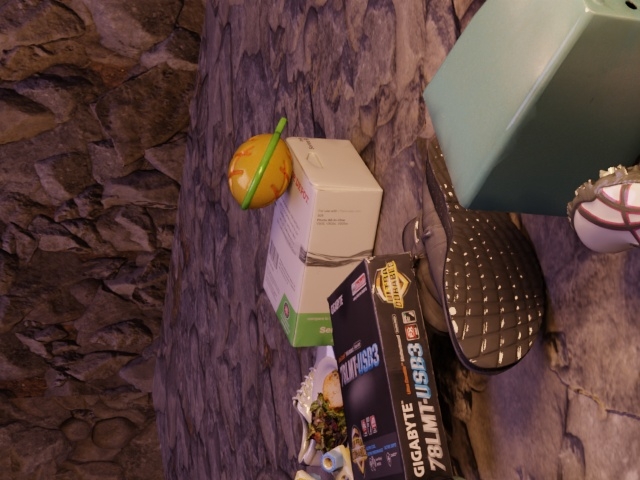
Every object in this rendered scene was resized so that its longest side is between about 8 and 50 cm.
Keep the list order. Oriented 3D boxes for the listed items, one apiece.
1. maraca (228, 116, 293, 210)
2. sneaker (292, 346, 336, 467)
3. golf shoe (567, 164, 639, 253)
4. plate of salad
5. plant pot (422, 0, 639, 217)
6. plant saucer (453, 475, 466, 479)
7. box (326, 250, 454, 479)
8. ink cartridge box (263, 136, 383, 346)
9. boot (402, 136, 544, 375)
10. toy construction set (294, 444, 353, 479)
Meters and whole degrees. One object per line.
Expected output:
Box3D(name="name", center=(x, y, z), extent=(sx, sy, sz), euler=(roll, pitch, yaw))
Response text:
Box3D(name="maraca", center=(-0.091, -0.123, 2.037), extent=(0.127, 0.099, 0.186), euler=(-58, 7, 39))
Box3D(name="sneaker", center=(0.001, 0.264, 2.162), extent=(0.094, 0.091, 0.258), euler=(175, 94, -74))
Box3D(name="golf shoe", center=(0.301, -0.018, 1.099), extent=(0.273, 0.105, 0.120), euler=(133, 127, -68))
Box3D(name="plate of salad", center=(0.014, 0.286, 2.032), extent=(0.200, 0.048, 0.200), euler=(175, 90, -69))
Box3D(name="plant pot", center=(0.234, -0.163, 1.230), extent=(0.234, 0.165, 0.166), euler=(117, 149, -44))
Box3D(name="plant saucer", center=(0.124, 0.385, 1.654), extent=(0.195, 0.037, 0.195), euler=(-47, 20, 23))
Box3D(name="box", center=(0.085, 0.188, 1.709), extent=(0.295, 0.073, 0.293), euler=(131, 130, -74))
Box3D(name="ink cartridge box", center=(0.000, 0.000, 2.094), extent=(0.211, 0.121, 0.289), euler=(-119, 33, -58))
Box3D(name="boot", center=(0.178, 0.058, 1.552), extent=(0.223, 0.118, 0.338), euler=(102, 169, -52))
Box3D(name="toy construction set", center=(0.062, 0.481, 1.855), extent=(0.328, 0.151, 0.215), euler=(50, 122, 41))
